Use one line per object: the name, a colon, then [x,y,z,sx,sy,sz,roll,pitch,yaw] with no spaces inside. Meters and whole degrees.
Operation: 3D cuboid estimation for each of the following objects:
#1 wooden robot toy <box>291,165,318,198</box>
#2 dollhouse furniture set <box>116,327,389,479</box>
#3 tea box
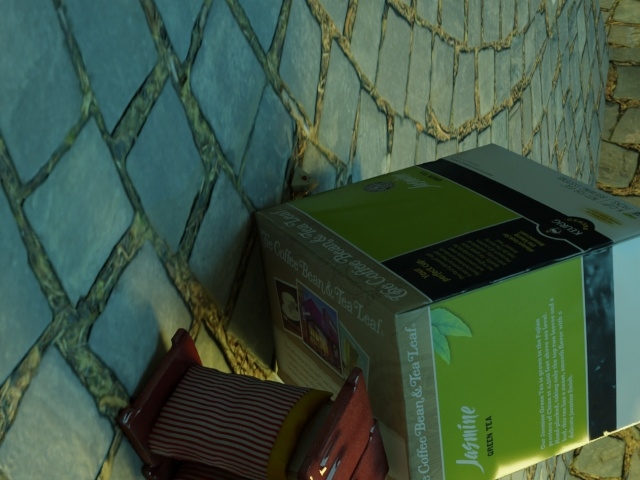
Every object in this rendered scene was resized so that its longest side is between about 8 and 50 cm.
wooden robot toy: [0.000,0.000,1.400,0.076,0.079,0.173,15,78,-68]
dollhouse furniture set: [-0.103,0.274,1.024,0.374,0.201,0.152,-61,147,-38]
tea box: [0.145,0.069,1.276,0.323,0.329,0.220,-15,114,-21]
